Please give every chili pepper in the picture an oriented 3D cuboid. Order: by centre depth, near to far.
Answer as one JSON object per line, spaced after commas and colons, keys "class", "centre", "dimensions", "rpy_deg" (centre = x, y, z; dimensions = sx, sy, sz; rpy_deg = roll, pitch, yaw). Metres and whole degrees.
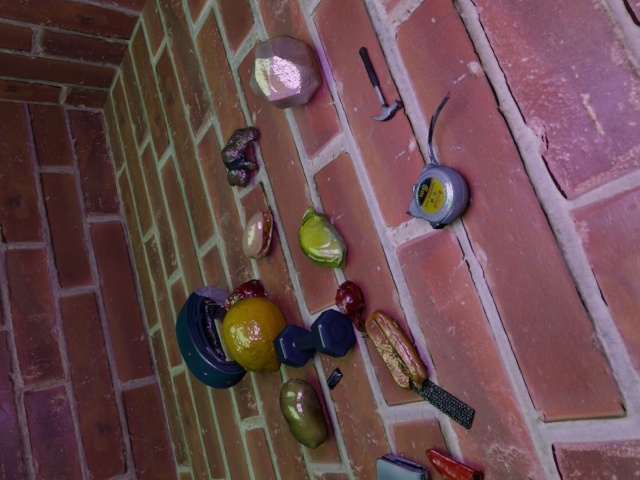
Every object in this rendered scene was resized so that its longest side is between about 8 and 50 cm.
{"class": "chili pepper", "centre": [0.347, 0.609, 1.256], "dimensions": [0.168, 0.064, 0.088], "rpy_deg": [16, 106, 52]}

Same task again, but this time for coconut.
{"class": "coconut", "centre": [-0.122, -0.548, 1.540], "dimensions": [0.197, 0.236, 0.237], "rpy_deg": [-78, 10, -58]}

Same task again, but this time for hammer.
{"class": "hammer", "centre": [0.156, -0.459, 1.376], "dimensions": [0.103, 0.029, 0.247], "rpy_deg": [-39, 64, 45]}

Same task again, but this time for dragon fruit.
{"class": "dragon fruit", "centre": [0.105, 0.218, 1.480], "dimensions": [0.094, 0.094, 0.191], "rpy_deg": [-32, 75, 48]}
{"class": "dragon fruit", "centre": [-0.308, 0.250, 1.940], "dimensions": [0.120, 0.160, 0.127], "rpy_deg": [48, 140, 38]}

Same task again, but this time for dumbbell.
{"class": "dumbbell", "centre": [-0.027, 0.342, 1.610], "dimensions": [0.316, 0.143, 0.157], "rpy_deg": [-30, 71, 48]}

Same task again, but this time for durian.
{"class": "durian", "centre": [0.000, 0.000, 1.574], "dimensions": [0.139, 0.101, 0.250], "rpy_deg": [-44, 55, 3]}

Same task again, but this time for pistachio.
{"class": "pistachio", "centre": [-0.254, -0.022, 1.861], "dimensions": [0.145, 0.117, 0.201], "rpy_deg": [27, 115, 51]}

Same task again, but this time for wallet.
{"class": "wallet", "centre": [0.249, 0.775, 1.384], "dimensions": [0.176, 0.075, 0.251], "rpy_deg": [-3, 91, 47]}

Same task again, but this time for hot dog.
{"class": "hot dog", "centre": [0.217, 0.310, 1.362], "dimensions": [0.109, 0.072, 0.270], "rpy_deg": [-49, 55, 32]}

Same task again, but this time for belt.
{"class": "belt", "centre": [-0.438, 0.402, 1.999], "dimensions": [0.173, 0.300, 0.437], "rpy_deg": [-51, 54, 39]}

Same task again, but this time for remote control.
{"class": "remote control", "centre": [0.046, 0.485, 1.642], "dimensions": [0.039, 0.014, 0.096], "rpy_deg": [54, 133, 31]}

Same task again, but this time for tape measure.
{"class": "tape measure", "centre": [0.318, -0.190, 1.164], "dimensions": [0.164, 0.084, 0.331], "rpy_deg": [37, 123, 40]}

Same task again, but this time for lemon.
{"class": "lemon", "centre": [-0.244, 0.358, 1.797], "dimensions": [0.245, 0.245, 0.320], "rpy_deg": [-47, 64, 43]}

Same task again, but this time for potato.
{"class": "potato", "centre": [-0.059, 0.621, 1.693], "dimensions": [0.248, 0.143, 0.169], "rpy_deg": [62, 174, 19]}

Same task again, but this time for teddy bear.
{"class": "teddy bear", "centre": [-0.342, -0.342, 1.918], "dimensions": [0.181, 0.129, 0.252], "rpy_deg": [19, 109, 50]}

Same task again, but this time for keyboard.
{"class": "keyboard", "centre": [0.331, 0.437, 1.286], "dimensions": [0.195, 0.018, 0.060], "rpy_deg": [25, 111, 46]}
